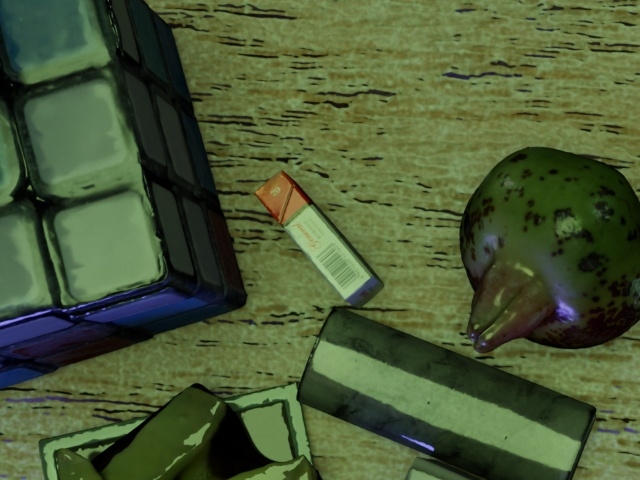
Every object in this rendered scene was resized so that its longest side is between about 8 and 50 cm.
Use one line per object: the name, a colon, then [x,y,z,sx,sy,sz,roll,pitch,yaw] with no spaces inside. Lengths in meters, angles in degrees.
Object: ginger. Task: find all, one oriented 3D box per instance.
ginger: [-0.155,0.363,1.782,0.358,0.211,0.413,28,85,7]

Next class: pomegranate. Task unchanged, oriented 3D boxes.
pomegranate: [0.223,0.030,1.769,0.214,0.214,0.248,35,53,12]

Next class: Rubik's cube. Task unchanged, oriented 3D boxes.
Rubik's cube: [-0.310,-0.059,1.817,0.359,0.363,0.362,-18,81,5]

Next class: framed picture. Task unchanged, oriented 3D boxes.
framed picture: [-0.142,0.294,1.903,0.293,0.018,0.231,-13,80,4]

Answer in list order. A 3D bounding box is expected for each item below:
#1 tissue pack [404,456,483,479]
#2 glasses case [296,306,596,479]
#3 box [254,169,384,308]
tissue pack: [0.117,0.355,1.788,0.136,0.159,0.246,24,88,13]
glasses case: [0.131,0.172,1.858,0.299,0.060,0.114,22,89,12]
box: [0.000,0.000,1.883,0.048,0.100,0.152,-42,78,0]
